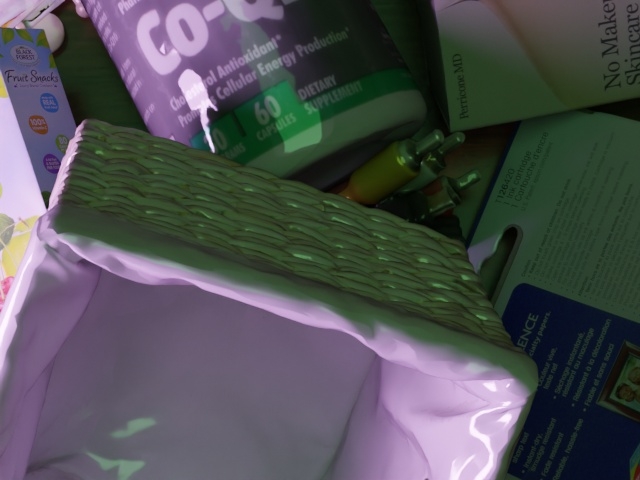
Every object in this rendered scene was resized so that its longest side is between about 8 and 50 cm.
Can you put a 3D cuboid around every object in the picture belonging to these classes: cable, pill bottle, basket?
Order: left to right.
[{"bbox_3d":[-0.077,0.131,1.199,0.331,0.266,0.328,17,108,-11],"label":"basket"},{"bbox_3d":[-0.084,-0.205,1.386,0.204,0.204,0.361,-28,83,-4],"label":"pill bottle"},{"bbox_3d":[0.000,0.000,1.426,0.287,0.139,0.072,-23,62,16],"label":"cable"}]

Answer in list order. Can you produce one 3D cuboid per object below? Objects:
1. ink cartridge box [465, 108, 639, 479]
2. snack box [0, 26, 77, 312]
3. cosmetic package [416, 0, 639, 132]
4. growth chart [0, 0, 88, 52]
[{"bbox_3d":[0.231,0.061,1.354,0.072,0.307,0.304,24,88,-41],"label":"ink cartridge box"},{"bbox_3d":[-0.262,-0.038,1.383,0.174,0.070,0.207,-27,77,35],"label":"snack box"},{"bbox_3d":[0.234,-0.202,1.401,0.309,0.113,0.160,-12,119,-2],"label":"cosmetic package"},{"bbox_3d":[-0.322,-0.198,1.460,0.237,0.021,0.172,-28,98,-4],"label":"growth chart"}]
